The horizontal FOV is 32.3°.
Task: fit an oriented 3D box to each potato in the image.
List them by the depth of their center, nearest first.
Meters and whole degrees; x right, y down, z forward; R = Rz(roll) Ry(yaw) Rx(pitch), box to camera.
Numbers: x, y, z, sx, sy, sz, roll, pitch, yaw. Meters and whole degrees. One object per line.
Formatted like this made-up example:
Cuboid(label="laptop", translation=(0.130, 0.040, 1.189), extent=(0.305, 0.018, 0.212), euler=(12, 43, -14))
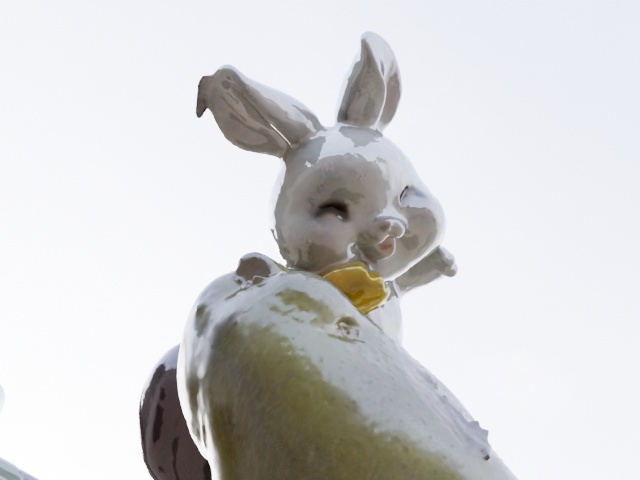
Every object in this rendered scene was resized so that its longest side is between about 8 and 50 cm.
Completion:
Cuboid(label="potato", translation=(0.018, 0.167, 0.738), extent=(0.202, 0.218, 0.351), euler=(-25, -98, -13))

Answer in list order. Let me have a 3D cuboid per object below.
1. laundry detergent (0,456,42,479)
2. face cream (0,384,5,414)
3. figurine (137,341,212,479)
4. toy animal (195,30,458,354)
Cuboid(label="laundry detergent", translation=(-0.261, 0.191, 0.781), extent=(0.099, 0.070, 0.226), euler=(-41, -46, 5))
Cuboid(label="face cream", translation=(-0.461, 0.240, 1.475), extent=(0.057, 0.198, 0.084), euler=(13, -83, -11))
Cuboid(label="figurine", translation=(-0.127, 0.230, 1.353), extent=(0.206, 0.218, 0.365), euler=(58, -18, 7))
Cuboid(label="toy animal", translation=(0.007, 0.003, 0.934), extent=(0.208, 0.154, 0.325), euler=(-15, -89, -8))
